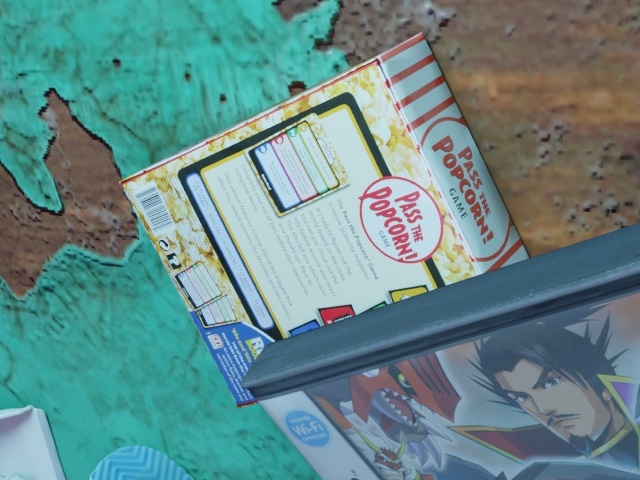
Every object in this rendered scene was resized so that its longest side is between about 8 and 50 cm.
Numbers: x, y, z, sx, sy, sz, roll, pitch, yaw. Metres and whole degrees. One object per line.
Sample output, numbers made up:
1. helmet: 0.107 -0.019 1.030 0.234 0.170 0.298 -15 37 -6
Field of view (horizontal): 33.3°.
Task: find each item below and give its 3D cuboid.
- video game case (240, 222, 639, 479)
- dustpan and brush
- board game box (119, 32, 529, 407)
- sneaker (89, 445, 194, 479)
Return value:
1. video game case: 0.130 0.119 0.490 0.275 0.035 0.248 -22 112 42
2. dustpan and brush: -0.302 0.208 0.813 0.211 0.060 0.147 -6 113 9
3. board game box: 0.000 0.000 0.549 0.193 0.045 0.147 -19 102 41
4. sneaker: -0.076 0.245 0.720 0.228 0.087 0.092 48 140 14
